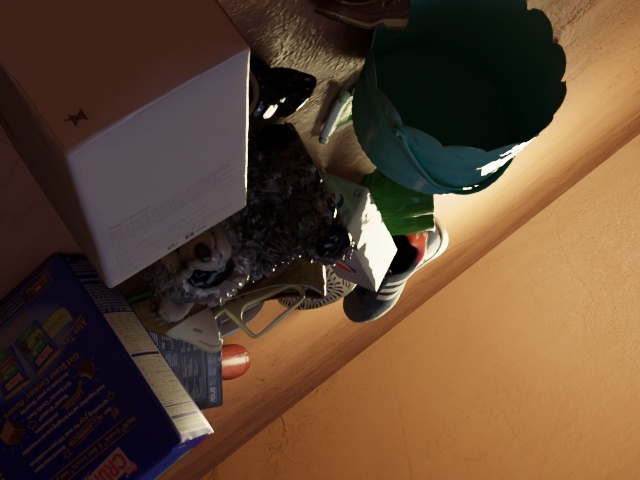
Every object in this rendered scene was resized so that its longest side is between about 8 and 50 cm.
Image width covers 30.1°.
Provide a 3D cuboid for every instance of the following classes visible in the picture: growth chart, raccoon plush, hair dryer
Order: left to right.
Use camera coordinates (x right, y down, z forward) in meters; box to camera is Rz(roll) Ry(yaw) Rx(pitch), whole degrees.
[{"bbox_3d":[-0.257,0.314,2.695,0.224,0.080,0.293,-31,166,-14],"label":"hair dryer"},{"bbox_3d":[-0.114,0.005,1.775,0.299,0.216,0.446,-28,167,2],"label":"raccoon plush"},{"bbox_3d":[0.102,-0.234,1.829,0.237,0.021,0.172,-31,167,-15],"label":"growth chart"}]

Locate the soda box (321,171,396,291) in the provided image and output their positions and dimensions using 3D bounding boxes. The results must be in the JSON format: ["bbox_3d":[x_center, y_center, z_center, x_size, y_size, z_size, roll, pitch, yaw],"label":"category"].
[{"bbox_3d":[0.054,-0.011,2.126,0.098,0.091,0.286,-63,157,-14],"label":"soda box"}]

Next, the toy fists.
[{"bbox_3d":[0.140,-0.073,2.244,0.142,0.096,0.279,-8,168,3],"label":"toy fists"}]

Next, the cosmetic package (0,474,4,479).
[{"bbox_3d":[-0.456,0.407,2.083,0.197,0.155,0.365,-49,-174,-1],"label":"cosmetic package"}]

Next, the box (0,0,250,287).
[{"bbox_3d":[-0.190,-0.131,1.066,0.168,0.215,0.345,-32,167,-14],"label":"box"}]

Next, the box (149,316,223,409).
[{"bbox_3d":[-0.259,0.197,2.007,0.183,0.056,0.231,-9,128,-14],"label":"box"}]

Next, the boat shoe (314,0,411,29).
[{"bbox_3d":[0.054,-0.293,1.451,0.178,0.064,0.060,-14,122,-55],"label":"boat shoe"}]

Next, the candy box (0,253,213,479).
[{"bbox_3d":[-0.345,0.221,1.661,0.268,0.317,0.122,-39,166,17],"label":"candy box"}]

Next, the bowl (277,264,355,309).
[{"bbox_3d":[-0.016,0.056,2.341,0.170,0.170,0.080,-29,121,-23],"label":"bowl"}]

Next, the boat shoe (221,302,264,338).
[{"bbox_3d":[-0.255,0.148,2.112,0.335,0.121,0.119,-23,173,-4],"label":"boat shoe"}]

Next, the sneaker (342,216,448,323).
[{"bbox_3d":[0.135,0.069,2.747,0.148,0.131,0.350,-7,144,-49],"label":"sneaker"}]

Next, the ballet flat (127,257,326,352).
[{"bbox_3d":[-0.143,0.104,1.883,0.342,0.124,0.116,-19,167,-16],"label":"ballet flat"}]

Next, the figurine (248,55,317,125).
[{"bbox_3d":[-0.115,-0.143,1.493,0.215,0.092,0.209,-40,170,21],"label":"figurine"}]

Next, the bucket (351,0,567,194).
[{"bbox_3d":[0.179,-0.203,1.626,0.281,0.281,0.183,-30,168,-21],"label":"bucket"}]
